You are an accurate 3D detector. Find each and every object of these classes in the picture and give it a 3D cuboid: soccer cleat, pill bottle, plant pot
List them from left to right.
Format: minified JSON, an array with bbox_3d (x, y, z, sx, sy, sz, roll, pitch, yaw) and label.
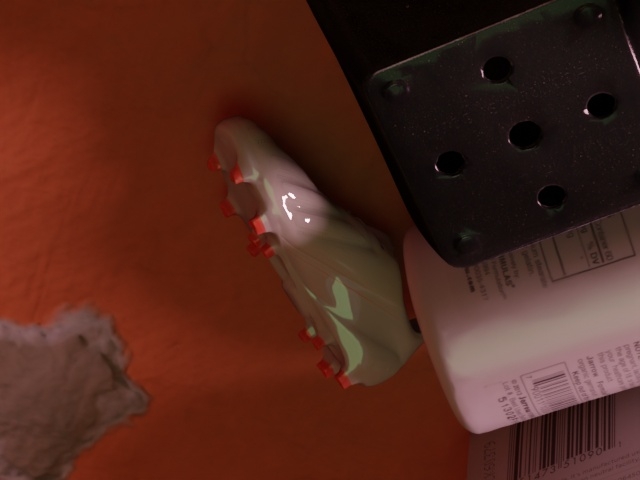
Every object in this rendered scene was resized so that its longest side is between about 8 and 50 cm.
[{"bbox_3d":[0.000,0.000,1.054,0.076,0.068,0.196,-35,115,-13],"label":"soccer cleat"},{"bbox_3d":[0.099,-0.096,0.925,0.188,0.167,0.187,-21,122,11],"label":"plant pot"},{"bbox_3d":[0.174,0.019,1.025,0.229,0.131,0.131,-18,122,10],"label":"pill bottle"}]

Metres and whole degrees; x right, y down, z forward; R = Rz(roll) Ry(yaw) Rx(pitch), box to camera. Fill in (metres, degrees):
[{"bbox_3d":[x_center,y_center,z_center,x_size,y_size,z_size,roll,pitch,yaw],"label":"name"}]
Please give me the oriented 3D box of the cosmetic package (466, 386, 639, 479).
[{"bbox_3d":[0.200,0.203,1.124,0.151,0.151,0.184,-27,121,28],"label":"cosmetic package"}]
